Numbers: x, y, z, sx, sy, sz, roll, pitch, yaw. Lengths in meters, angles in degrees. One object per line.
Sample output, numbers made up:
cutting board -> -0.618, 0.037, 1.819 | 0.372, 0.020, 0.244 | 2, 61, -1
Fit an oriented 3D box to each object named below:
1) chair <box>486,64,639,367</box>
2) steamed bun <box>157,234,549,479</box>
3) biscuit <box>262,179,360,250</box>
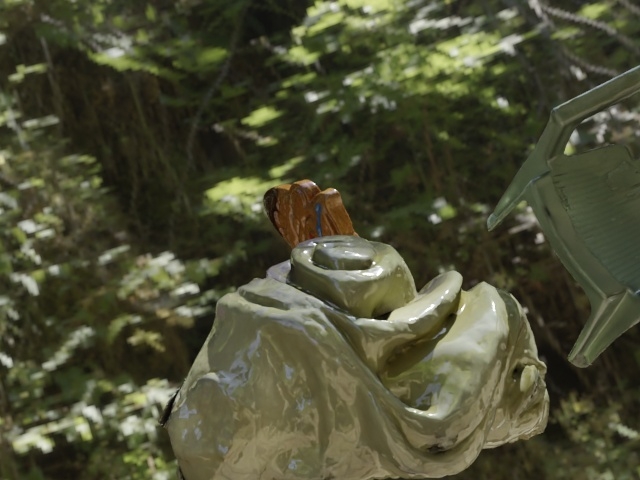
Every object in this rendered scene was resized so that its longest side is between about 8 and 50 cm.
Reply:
chair -> 0.304, -0.034, 1.098 | 0.191, 0.203, 0.274 | -24, -17, -13
steamed bun -> 0.035, 0.110, 1.131 | 0.394, 0.237, 0.346 | -7, -6, -22
biscuit -> 0.000, 0.000, 1.407 | 0.043, 0.183, 0.280 | -28, 38, -24
